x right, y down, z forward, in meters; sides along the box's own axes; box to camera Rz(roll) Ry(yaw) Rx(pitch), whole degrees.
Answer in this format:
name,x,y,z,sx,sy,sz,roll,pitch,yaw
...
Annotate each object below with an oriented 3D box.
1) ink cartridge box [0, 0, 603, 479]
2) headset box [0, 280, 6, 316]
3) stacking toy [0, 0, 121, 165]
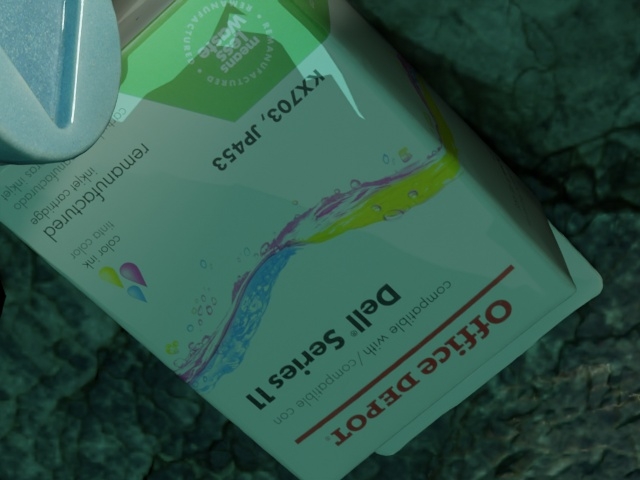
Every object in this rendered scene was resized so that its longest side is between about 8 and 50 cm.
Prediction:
name,x,y,z,sx,sy,sz,roll,pitch,yaw
ink cartridge box,0.000,0.000,0.981,0.207,0.119,0.353,-41,114,15
headset box,-0.350,-0.013,0.928,0.283,0.131,0.246,-10,118,5
stacking toy,-0.207,-0.148,0.739,0.130,0.279,0.309,-9,109,31
